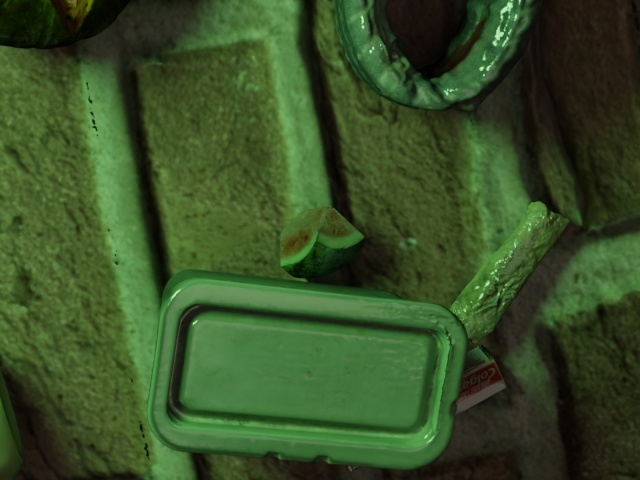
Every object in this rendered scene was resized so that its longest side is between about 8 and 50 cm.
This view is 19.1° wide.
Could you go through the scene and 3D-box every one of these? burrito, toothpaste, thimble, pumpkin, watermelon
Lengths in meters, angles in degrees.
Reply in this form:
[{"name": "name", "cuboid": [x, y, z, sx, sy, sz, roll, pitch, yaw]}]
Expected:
[{"name": "burrito", "cuboid": [0.202, 0.033, 2.048, 0.051, 0.042, 0.171, 38, 91, -6]}, {"name": "toothpaste", "cuboid": [0.104, 0.181, 2.060, 0.196, 0.040, 0.047, -28, 108, -5]}, {"name": "thimble", "cuboid": [0.114, -0.248, 1.908, 0.205, 0.172, 0.236, -6, 100, -7]}, {"name": "pumpkin", "cuboid": [-0.281, -0.297, 1.823, 0.238, 0.159, 0.238, 1, 88, -29]}, {"name": "watermelon", "cuboid": [0.004, 0.001, 1.994, 0.092, 0.084, 0.072, 7, 77, -49]}]

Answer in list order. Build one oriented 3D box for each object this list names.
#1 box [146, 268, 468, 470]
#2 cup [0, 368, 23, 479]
[{"name": "box", "cuboid": [-0.025, 0.118, 1.947, 0.311, 0.182, 0.175, 7, 101, -12]}, {"name": "cup", "cuboid": [-0.400, 0.228, 1.898, 0.202, 0.173, 0.255, -16, 103, -6]}]
